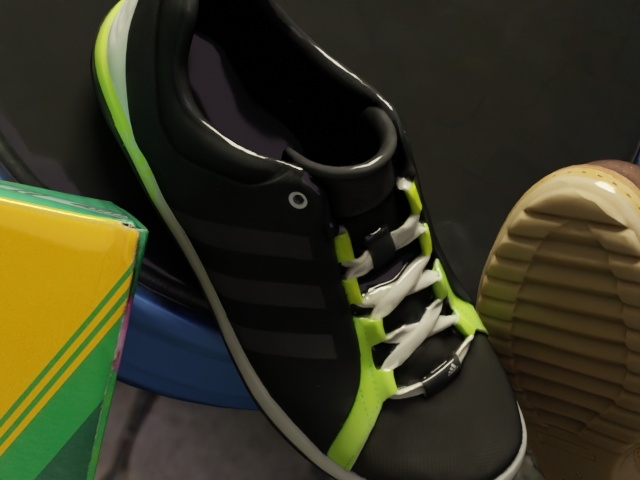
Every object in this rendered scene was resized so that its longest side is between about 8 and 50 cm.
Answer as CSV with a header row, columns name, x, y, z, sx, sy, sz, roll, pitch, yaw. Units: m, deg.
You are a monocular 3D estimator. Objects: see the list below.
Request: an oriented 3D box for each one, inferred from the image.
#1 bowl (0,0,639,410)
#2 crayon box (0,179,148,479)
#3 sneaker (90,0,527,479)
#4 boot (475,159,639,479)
name,x,y,z,sx,sy,sz,roll,pitch,yaw
bowl,-0.010,-0.123,0.595,0.391,0.077,0.391,5,78,-24
crayon box,-0.209,0.042,0.427,0.279,0.081,0.165,12,93,-15
sneaker,0.000,0.000,0.477,0.084,0.097,0.234,-41,97,-25
boot,0.159,0.010,0.587,0.207,0.090,0.248,-49,143,-28
